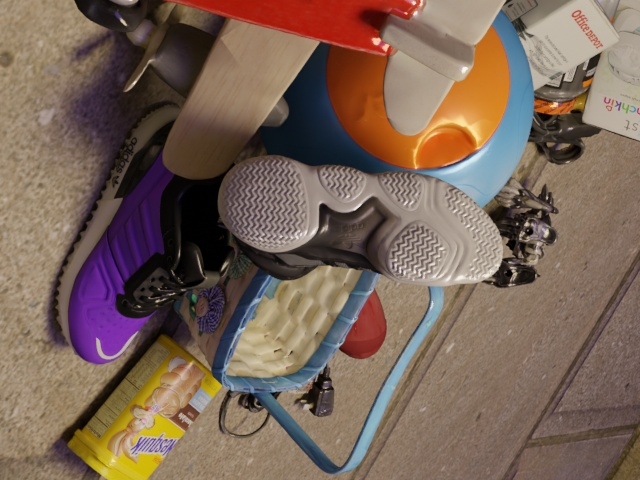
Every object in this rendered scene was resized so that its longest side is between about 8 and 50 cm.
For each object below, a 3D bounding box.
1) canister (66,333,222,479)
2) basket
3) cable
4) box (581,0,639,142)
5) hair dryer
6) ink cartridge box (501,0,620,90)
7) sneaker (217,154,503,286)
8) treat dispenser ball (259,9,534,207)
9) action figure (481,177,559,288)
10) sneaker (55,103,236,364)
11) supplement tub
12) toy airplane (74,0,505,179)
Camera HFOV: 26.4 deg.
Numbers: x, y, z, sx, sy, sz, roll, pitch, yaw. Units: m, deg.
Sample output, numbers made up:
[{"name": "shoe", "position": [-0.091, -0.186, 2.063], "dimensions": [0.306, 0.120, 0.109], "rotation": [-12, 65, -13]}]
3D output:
[{"name": "canister", "position": [-0.202, 0.204, 1.602], "dimensions": [0.170, 0.073, 0.126], "rotation": [-51, 151, -8]}, {"name": "basket", "position": [-0.016, 0.085, 1.523], "dimensions": [0.201, 0.289, 0.254], "rotation": [1, 119, -55]}, {"name": "cable", "position": [0.327, -0.173, 2.017], "dimensions": [0.287, 0.072, 0.139], "rotation": [-5, 142, -39]}, {"name": "box", "position": [0.486, -0.306, 1.944], "dimensions": [0.262, 0.127, 0.231], "rotation": [-52, 156, -43]}, {"name": "hair dryer", "position": [0.001, 0.145, 1.823], "dimensions": [0.224, 0.080, 0.293], "rotation": [-6, 126, -52]}, {"name": "ink cartridge box", "position": [0.241, -0.249, 1.664], "dimensions": [0.208, 0.087, 0.153], "rotation": [-29, 155, 17]}, {"name": "sneaker", "position": [0.031, -0.009, 1.294], "dimensions": [0.153, 0.269, 0.101], "rotation": [131, -30, -75]}, {"name": "treat dispenser ball", "position": [0.077, -0.146, 1.420], "dimensions": [0.288, 0.288, 0.288], "rotation": [-36, 146, -29]}, {"name": "action figure", "position": [0.279, -0.011, 2.012], "dimensions": [0.276, 0.141, 0.164], "rotation": [-39, 150, -79]}, {"name": "sneaker", "position": [-0.166, 0.022, 1.388], "dimensions": [0.102, 0.146, 0.293], "rotation": [-5, 124, -53]}, {"name": "supplement tub", "position": [0.321, -0.271, 1.812], "dimensions": [0.117, 0.117, 0.190], "rotation": [-24, 140, -41]}, {"name": "toy airplane", "position": [-0.024, -0.258, 1.177], "dimensions": [0.386, 0.272, 0.384], "rotation": [-21, 131, 4]}]
